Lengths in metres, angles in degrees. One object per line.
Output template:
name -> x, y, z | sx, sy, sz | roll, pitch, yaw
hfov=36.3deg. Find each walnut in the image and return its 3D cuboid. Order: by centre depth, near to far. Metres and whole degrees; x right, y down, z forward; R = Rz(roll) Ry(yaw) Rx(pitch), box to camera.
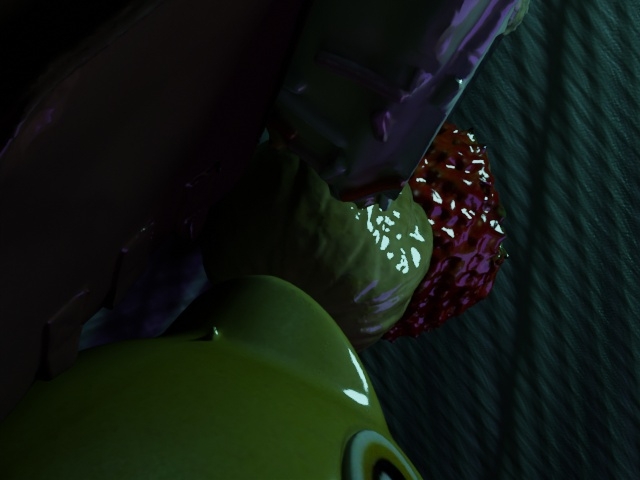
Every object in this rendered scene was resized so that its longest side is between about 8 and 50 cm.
walnut -> 0.000, 0.000, 0.926 | 0.228, 0.228, 0.228 | -54, 173, -10

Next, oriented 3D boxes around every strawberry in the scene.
strawberry -> 0.051, 0.007, 1.204 | 0.351, 0.267, 0.312 | -29, 174, -9

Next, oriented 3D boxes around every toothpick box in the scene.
toothpick box -> -0.106, 0.270, 0.612 | 0.425, 0.409, 0.409 | -46, 169, -41

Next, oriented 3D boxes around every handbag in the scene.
handbag -> -0.103, -0.052, 0.488 | 0.260, 0.084, 0.275 | -51, 172, -34

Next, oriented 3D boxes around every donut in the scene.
donut -> 0.080, -0.201, 0.682 | 0.383, 0.142, 0.382 | -59, 178, -4

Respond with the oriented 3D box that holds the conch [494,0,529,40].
conch -> 0.133, -0.241, 0.993 | 0.207, 0.130, 0.155 | -17, 129, -63
